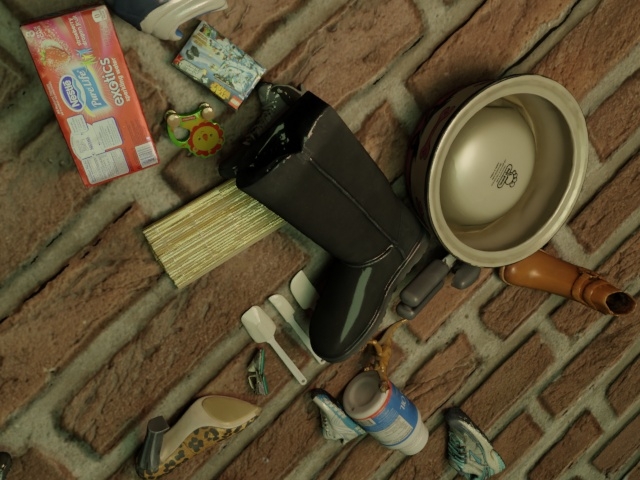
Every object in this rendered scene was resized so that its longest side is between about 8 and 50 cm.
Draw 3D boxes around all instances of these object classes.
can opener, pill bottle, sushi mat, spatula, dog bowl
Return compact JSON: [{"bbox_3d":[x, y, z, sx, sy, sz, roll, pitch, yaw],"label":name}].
[{"bbox_3d":[0.269,0.089,1.401,0.283,0.095,0.076,-37,146,-47],"label":"can opener"},{"bbox_3d":[0.160,0.412,1.516,0.124,0.124,0.221,-44,122,-3],"label":"pill bottle"},{"bbox_3d":[-0.172,-0.039,1.234,0.316,0.019,0.151,-32,129,-10],"label":"sushi mat"},{"bbox_3d":[-0.049,0.199,1.398,0.168,0.019,0.242,-40,122,-12],"label":"spatula"},{"bbox_3d":[0.361,-0.155,1.371,0.407,0.150,0.408,-9,113,-22],"label":"dog bowl"}]

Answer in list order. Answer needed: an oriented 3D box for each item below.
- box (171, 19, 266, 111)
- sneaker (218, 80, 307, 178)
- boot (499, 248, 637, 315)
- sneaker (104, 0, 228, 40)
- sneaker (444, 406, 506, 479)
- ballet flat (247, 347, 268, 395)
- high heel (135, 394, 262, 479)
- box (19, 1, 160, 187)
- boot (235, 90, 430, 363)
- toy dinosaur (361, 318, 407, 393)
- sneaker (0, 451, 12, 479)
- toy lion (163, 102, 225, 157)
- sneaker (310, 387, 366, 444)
[{"bbox_3d":[-0.176,-0.301,1.119,0.137,0.027,0.094,35,92,-19],"label":"box"},{"bbox_3d":[-0.110,-0.216,1.174,0.228,0.086,0.132,-35,116,-21],"label":"sneaker"},{"bbox_3d":[0.588,0.110,1.538,0.283,0.220,0.109,15,103,-29],"label":"boot"},{"bbox_3d":[-0.216,-0.475,1.001,0.236,0.130,0.323,34,88,-41],"label":"sneaker"},{"bbox_3d":[0.386,0.552,1.687,0.122,0.110,0.283,-39,121,-3],"label":"sneaker"},{"bbox_3d":[-0.136,0.283,1.378,0.041,0.041,0.114,-11,113,-21],"label":"ballet flat"},{"bbox_3d":[-0.259,0.424,1.366,0.261,0.093,0.186,-3,129,-33],"label":"high heel"},{"bbox_3d":[-0.361,-0.230,1.018,0.128,0.122,0.257,-22,117,-16],"label":"box"},{"bbox_3d":[0.001,-0.002,1.206,0.367,0.146,0.445,-57,140,-9],"label":"boot"},{"bbox_3d":[0.140,0.246,1.470,0.112,0.064,0.212,27,58,-13],"label":"toy dinosaur"},{"bbox_3d":[-0.680,0.456,1.168,0.234,0.078,0.106,-36,123,-6],"label":"sneaker"},{"bbox_3d":[-0.223,-0.193,1.155,0.100,0.034,0.096,-16,123,-19],"label":"toy lion"},{"bbox_3d":[0.027,0.417,1.490,0.083,0.071,0.191,-41,121,1],"label":"sneaker"}]
